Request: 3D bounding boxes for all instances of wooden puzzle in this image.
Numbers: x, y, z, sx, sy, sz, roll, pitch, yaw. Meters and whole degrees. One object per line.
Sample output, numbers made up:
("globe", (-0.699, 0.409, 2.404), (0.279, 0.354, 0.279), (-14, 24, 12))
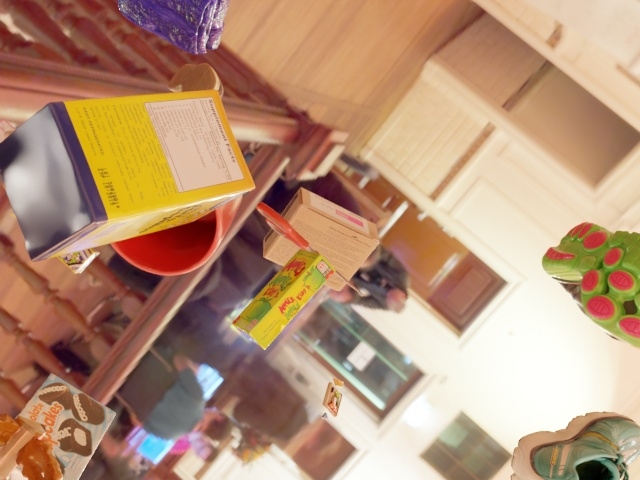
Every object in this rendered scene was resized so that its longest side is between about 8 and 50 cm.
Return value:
("wooden puzzle", (0.033, 0.405, 2.022), (0.078, 0.014, 0.116), (45, 51, -48))

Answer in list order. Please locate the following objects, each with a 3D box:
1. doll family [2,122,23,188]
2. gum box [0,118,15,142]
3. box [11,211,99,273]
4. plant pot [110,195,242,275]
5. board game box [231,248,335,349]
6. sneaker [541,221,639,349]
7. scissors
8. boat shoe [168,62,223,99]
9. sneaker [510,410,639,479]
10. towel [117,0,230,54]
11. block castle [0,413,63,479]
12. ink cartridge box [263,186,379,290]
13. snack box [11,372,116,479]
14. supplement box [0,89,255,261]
("doll family", (-0.566, -0.156, 1.615), (0.118, 0.163, 0.263), (21, 68, -67))
("gum box", (-0.663, -0.179, 1.782), (0.062, 0.188, 0.107), (-53, -161, -20))
("box", (-0.518, -0.013, 1.555), (0.059, 0.169, 0.054), (-47, -178, -5))
("plant pot", (-0.295, -0.090, 1.692), (0.275, 0.275, 0.243), (-53, 179, 25))
("board game box", (-0.064, 0.097, 1.363), (0.181, 0.043, 0.092), (-48, -159, -13))
("sneaker", (0.581, 0.095, 1.497), (0.185, 0.202, 0.483), (-46, -171, 12))
("scissors", (-0.026, 0.017, 1.704), (0.021, 0.297, 0.109), (-45, 155, -13))
("boat shoe", (-0.279, -0.358, 1.889), (0.103, 0.092, 0.285), (-59, -149, -2))
("sneaker", (0.380, 0.314, 1.105), (0.275, 0.110, 0.107), (-5, 102, -40))
("towel", (-0.287, -0.461, 1.502), (0.308, 0.227, 0.076), (147, -34, -74))
("block castle", (-0.488, 0.442, 1.106), (0.213, 0.453, 0.303), (-48, 143, 4))
("ink cartridge box", (0.000, 0.000, 2.021), (0.193, 0.234, 0.088), (-52, -157, 28))
("snack box", (-0.600, 0.445, 1.779), (0.060, 0.187, 0.322), (-52, -171, 20))
("supplement box", (-0.318, -0.116, 1.325), (0.195, 0.194, 0.356), (-23, 177, 39))
